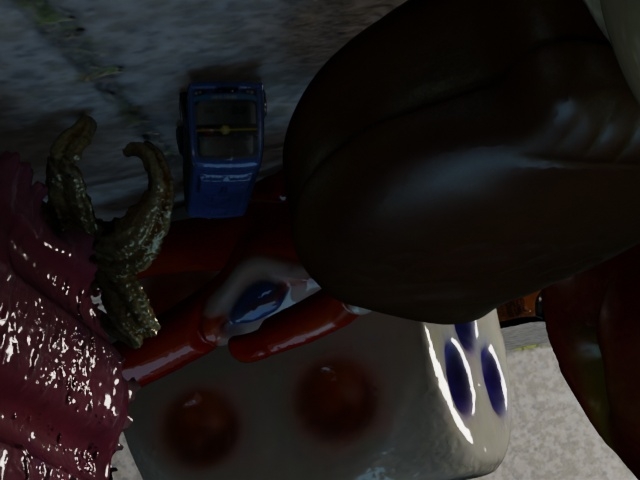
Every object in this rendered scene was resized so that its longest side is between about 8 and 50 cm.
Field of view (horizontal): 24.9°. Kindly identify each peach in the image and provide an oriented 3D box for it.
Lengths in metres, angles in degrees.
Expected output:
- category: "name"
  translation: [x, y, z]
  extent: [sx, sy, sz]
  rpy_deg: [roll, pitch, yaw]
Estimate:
- category: "peach"
  translation: [0.324, 0.031, 0.960]
  extent: [0.338, 0.281, 0.281]
  rpy_deg: [-20, 170, -6]

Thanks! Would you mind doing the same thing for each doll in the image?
- category: "doll"
  translation: [0.000, 0.000, 0.997]
  extent: [0.384, 0.188, 0.099]
  rpy_deg: [-22, 128, 21]

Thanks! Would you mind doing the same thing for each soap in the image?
- category: "soap"
  translation: [-0.211, 0.070, 0.798]
  extent: [0.127, 0.220, 0.325]
  rpy_deg: [-3, 158, 12]

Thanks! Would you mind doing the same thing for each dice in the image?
- category: "dice"
  translation: [-0.003, 0.089, 1.188]
  extent: [0.259, 0.251, 0.243]
  rpy_deg: [-14, 167, 18]

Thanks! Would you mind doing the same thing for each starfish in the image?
- category: "starfish"
  translation: [-0.157, 0.009, 0.919]
  extent: [0.210, 0.150, 0.053]
  rpy_deg: [-40, -175, 47]

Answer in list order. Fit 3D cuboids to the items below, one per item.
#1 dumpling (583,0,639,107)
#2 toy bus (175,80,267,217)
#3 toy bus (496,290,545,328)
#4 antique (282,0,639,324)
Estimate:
- category: "dumpling"
  translation: [0.258, -0.104, 0.506]
  extent: [0.316, 0.233, 0.395]
  rpy_deg: [-14, -167, -15]
- category: "toy bus"
  translation: [-0.060, -0.054, 0.880]
  extent: [0.051, 0.061, 0.153]
  rpy_deg: [-4, 170, -8]
- category: "toy bus"
  translation: [0.161, 0.080, 1.722]
  extent: [0.409, 0.092, 0.093]
  rpy_deg: [-13, 172, 11]
- category: "antique"
  translation: [0.095, -0.051, 0.776]
  extent: [0.224, 0.129, 0.278]
  rpy_deg: [1, 154, -18]
